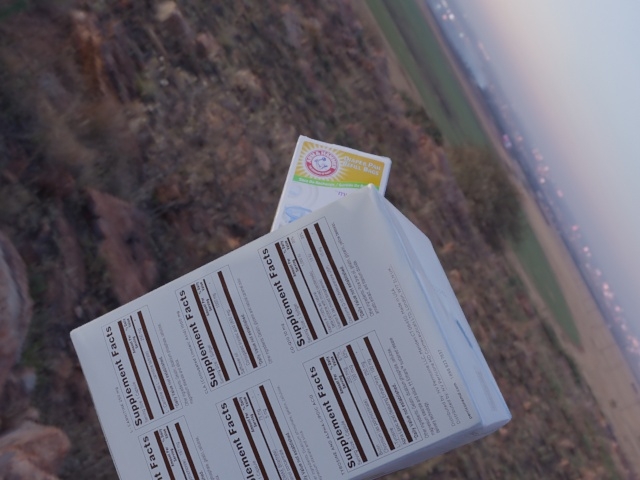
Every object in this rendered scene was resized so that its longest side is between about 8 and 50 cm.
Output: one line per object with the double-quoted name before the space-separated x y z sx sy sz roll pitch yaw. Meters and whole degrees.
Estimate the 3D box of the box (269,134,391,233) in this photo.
"box" 0.000 0.000 1.052 0.103 0.114 0.203 107 -1 -58

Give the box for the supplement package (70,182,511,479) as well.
"supplement package" -0.007 0.090 0.603 0.149 0.203 0.194 67 11 16
